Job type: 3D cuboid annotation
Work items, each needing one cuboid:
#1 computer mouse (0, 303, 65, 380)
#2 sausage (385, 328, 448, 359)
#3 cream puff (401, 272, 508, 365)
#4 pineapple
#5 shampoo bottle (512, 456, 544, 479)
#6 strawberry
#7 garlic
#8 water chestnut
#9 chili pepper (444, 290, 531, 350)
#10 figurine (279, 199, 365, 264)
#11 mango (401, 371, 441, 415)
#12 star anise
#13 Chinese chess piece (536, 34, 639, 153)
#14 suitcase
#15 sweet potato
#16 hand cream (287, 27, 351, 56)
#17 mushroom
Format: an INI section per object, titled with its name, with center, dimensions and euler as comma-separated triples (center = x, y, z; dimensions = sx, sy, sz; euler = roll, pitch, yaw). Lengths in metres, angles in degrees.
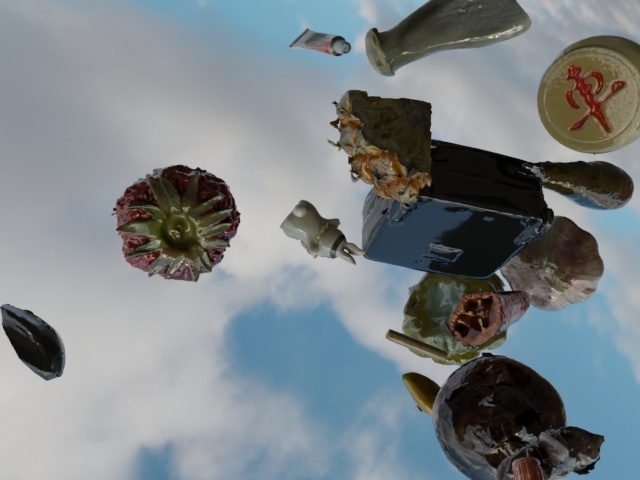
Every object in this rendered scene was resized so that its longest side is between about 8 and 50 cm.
[computer mouse]
center = -0.400, 0.135, 0.824
dimensions = 0.047, 0.079, 0.135
euler = -40, -105, -8
[sausage]
center = 0.195, 0.212, 1.179
dimensions = 0.133, 0.024, 0.024
euler = 22, -141, -3
[cream puff]
center = 0.446, 0.252, 1.882
dimensions = 0.275, 0.379, 0.378
euler = 54, -156, -39
[pineapple]
center = 0.125, -0.183, 1.051
dimensions = 0.186, 0.114, 0.236
euler = -29, -98, -26
[shampoo bottle]
center = 0.303, 0.411, 0.799
dimensions = 0.052, 0.108, 0.220
euler = 7, -135, -3
[strawberry]
center = -0.343, -0.058, 1.366
dimensions = 0.292, 0.291, 0.343
euler = 19, -174, -25
[garlic]
center = 0.559, 0.067, 1.405
dimensions = 0.245, 0.245, 0.253
euler = 44, -158, 6
[water chestnut]
center = 0.443, 0.462, 1.470
dimensions = 0.350, 0.350, 0.302
euler = 51, -160, 14
[chili pepper]
center = 0.253, 0.095, 0.818
dimensions = 0.169, 0.088, 0.064
euler = -8, -119, -49
[figurine]
center = 0.005, -0.008, 1.043
dimensions = 0.146, 0.081, 0.098
euler = 38, 175, -4
[mango]
center = 0.339, 0.488, 1.865
dimensions = 0.187, 0.066, 0.101
euler = 45, -125, 8
[star anise]
center = 0.434, 0.430, 1.122
dimensions = 0.229, 0.236, 0.093
euler = 42, -163, -55
[Chinese chess piece]
center = 0.591, -0.309, 1.251
dimensions = 0.097, 0.250, 0.250
euler = -27, -109, -40
[suitcase]
center = 0.279, -0.052, 1.274
dimensions = 0.346, 0.339, 0.188
euler = 9, -123, -11
[sweet potato]
center = 0.656, -0.145, 1.460
dimensions = 0.423, 0.130, 0.130
euler = 4, -130, -33
[hand cream]
center = -0.002, -0.395, 1.168
dimensions = 0.052, 0.038, 0.216
euler = -19, -151, -20
[mushroom]
center = 0.255, -0.446, 1.232
dimensions = 0.122, 0.329, 0.159
euler = 43, -154, -62
